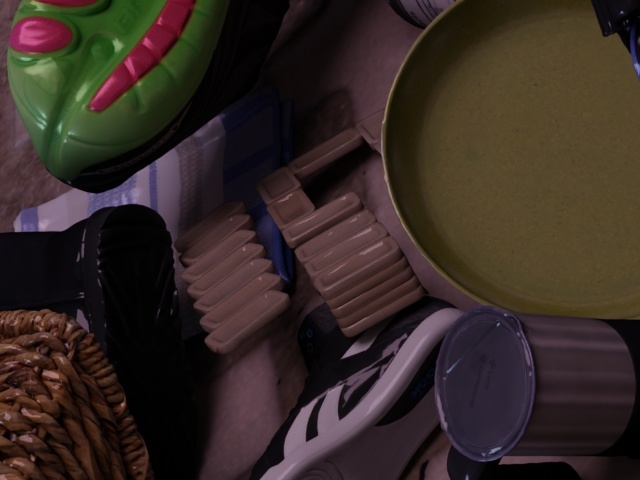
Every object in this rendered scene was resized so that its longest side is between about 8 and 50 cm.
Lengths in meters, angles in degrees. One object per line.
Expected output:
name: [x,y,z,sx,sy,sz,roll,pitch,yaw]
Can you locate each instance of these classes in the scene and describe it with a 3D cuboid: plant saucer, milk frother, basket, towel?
plant saucer: [0.158,-0.057,1.094,0.241,0.037,0.241,-1,72,5]
milk frother: [0.152,0.110,0.962,0.143,0.134,0.129,28,109,53]
basket: [-0.234,0.196,1.182,0.299,0.213,0.223,-10,49,38]
towel: [-0.141,0.006,1.398,0.285,0.034,0.209,-24,45,26]

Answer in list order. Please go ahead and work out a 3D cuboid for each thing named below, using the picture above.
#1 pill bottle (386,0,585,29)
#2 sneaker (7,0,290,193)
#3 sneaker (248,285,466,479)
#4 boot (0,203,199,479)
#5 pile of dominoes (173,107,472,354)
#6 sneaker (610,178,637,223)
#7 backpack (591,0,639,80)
pill bottle: [0.126,-0.206,1.254,0.245,0.130,0.130,19,72,48]
sneaker: [-0.087,-0.232,1.370,0.483,0.185,0.202,-52,-7,-28]
sneaker: [0.003,0.116,1.148,0.217,0.079,0.121,-45,35,-10]
boot: [-0.188,0.103,1.290,0.207,0.094,0.246,-14,77,48]
pile of dominoes: [0.000,0.000,1.218,0.196,0.040,0.251,-30,21,-1]
sneaker: [0.174,-0.041,1.145,0.043,0.040,0.109,-32,41,21]
backpack: [0.300,-0.127,0.943,0.213,0.276,0.263,-4,49,34]
